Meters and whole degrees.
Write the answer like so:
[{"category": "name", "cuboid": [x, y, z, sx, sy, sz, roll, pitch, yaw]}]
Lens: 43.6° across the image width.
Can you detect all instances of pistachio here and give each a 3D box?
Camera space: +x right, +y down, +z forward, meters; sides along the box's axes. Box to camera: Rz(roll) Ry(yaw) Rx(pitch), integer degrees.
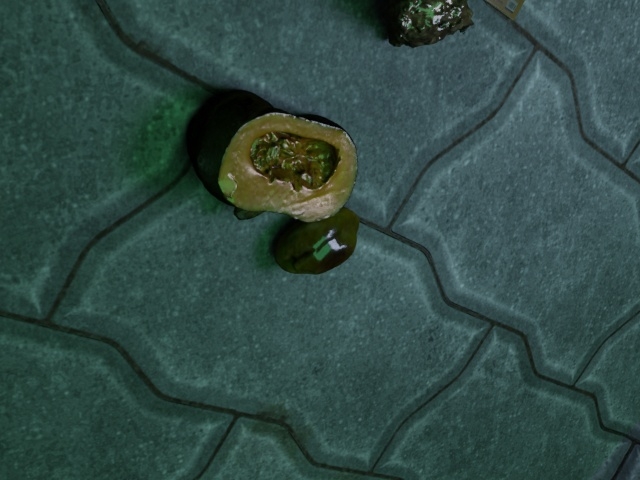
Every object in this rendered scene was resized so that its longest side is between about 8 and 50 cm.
[{"category": "pistachio", "cuboid": [0.001, -0.003, 1.542, 0.189, 0.100, 0.110, -24, 132, -18]}]

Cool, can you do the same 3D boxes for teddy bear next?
[{"category": "teddy bear", "cuboid": [0.258, -0.452, 1.368, 0.295, 0.246, 0.223, -5, 103, 1]}]

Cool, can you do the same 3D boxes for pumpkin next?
[{"category": "pumpkin", "cuboid": [-0.080, -0.126, 1.398, 0.317, 0.139, 0.222, 10, 107, -40]}]

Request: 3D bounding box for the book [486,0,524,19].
[{"category": "book", "cuboid": [0.380, -0.527, 1.542, 0.118, 0.012, 0.172, 19, 105, -39]}]
